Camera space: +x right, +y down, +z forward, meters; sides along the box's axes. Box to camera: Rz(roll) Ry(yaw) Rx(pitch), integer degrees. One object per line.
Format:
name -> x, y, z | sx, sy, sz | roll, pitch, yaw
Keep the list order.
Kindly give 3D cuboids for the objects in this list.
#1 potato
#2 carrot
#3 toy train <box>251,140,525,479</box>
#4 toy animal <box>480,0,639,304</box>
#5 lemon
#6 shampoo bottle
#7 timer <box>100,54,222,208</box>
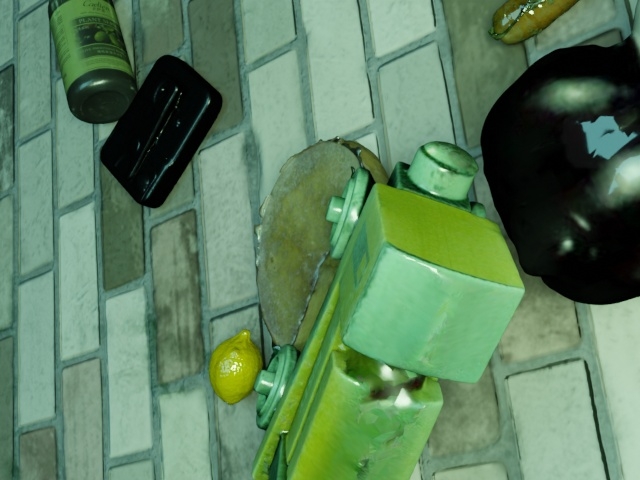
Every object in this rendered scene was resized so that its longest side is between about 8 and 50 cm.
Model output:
potato -> 0.000, 0.000, 1.124 | 0.138, 0.098, 0.243 | 35, 107, 43
carrot -> 0.278, -0.277, 1.005 | 0.254, 0.049, 0.049 | -34, 59, 23
toy train -> 0.046, 0.110, 0.915 | 0.253, 0.160, 0.397 | -90, 20, -65
toy animal -> 0.308, -0.091, 0.797 | 0.310, 0.251, 0.251 | -34, 59, 37
lemon -> -0.100, 0.149, 1.187 | 0.065, 0.065, 0.092 | 14, 93, 41
shampoo bottle -> -0.347, -0.309, 1.487 | 0.101, 0.101, 0.284 | -36, 58, 27
timer -> -0.225, -0.154, 1.376 | 0.144, 0.055, 0.187 | 44, 106, 38
